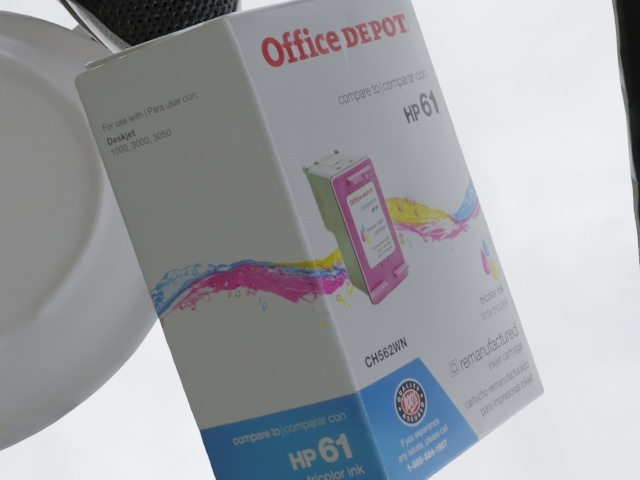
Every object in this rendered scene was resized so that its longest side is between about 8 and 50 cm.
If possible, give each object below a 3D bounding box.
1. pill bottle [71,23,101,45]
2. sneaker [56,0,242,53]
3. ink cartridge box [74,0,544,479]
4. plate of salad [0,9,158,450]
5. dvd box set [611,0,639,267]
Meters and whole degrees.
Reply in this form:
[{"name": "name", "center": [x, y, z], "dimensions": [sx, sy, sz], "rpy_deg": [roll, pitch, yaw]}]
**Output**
[{"name": "pill bottle", "center": [-0.055, -0.023, 0.934], "dimensions": [0.119, 0.119, 0.208], "rpy_deg": [-44, -114, 28]}, {"name": "sneaker", "center": [-0.075, -0.156, 0.646], "dimensions": [0.083, 0.084, 0.214], "rpy_deg": [32, -38, 64]}, {"name": "ink cartridge box", "center": [0.000, 0.000, 0.449], "dimensions": [0.052, 0.088, 0.122], "rpy_deg": [-18, -86, 34]}, {"name": "plate of salad", "center": [-0.143, -0.001, 0.622], "dimensions": [0.200, 0.200, 0.048], "rpy_deg": [30, -27, 21]}, {"name": "dvd box set", "center": [0.261, -0.137, 0.509], "dimensions": [0.062, 0.420, 0.307], "rpy_deg": [-6, -91, 62]}]
